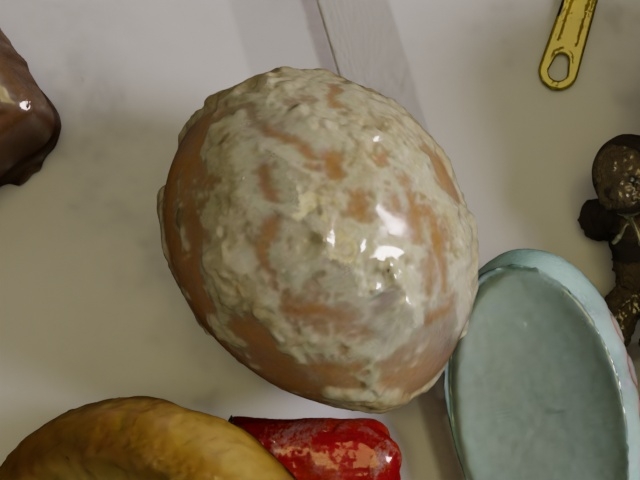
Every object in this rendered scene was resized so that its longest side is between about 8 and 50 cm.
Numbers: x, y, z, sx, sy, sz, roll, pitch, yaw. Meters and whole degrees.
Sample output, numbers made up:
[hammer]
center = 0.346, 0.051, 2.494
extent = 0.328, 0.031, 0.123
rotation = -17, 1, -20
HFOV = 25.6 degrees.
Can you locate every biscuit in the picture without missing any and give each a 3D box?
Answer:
[biscuit]
center = -0.100, 0.223, 0.935
extent = 0.213, 0.091, 0.274
rotation = -42, 75, 25

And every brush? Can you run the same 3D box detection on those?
[brush]
center = 0.205, -0.209, 1.068
extent = 0.083, 0.011, 0.205
rotation = 18, 82, 3

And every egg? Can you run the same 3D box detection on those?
[egg]
center = 0.000, 0.000, 0.944
extent = 0.203, 0.203, 0.245
rotation = -30, 80, -4

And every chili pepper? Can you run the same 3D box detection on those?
[chili pepper]
center = -0.005, 0.156, 0.982
extent = 0.123, 0.070, 0.073
rotation = -2, 51, 3

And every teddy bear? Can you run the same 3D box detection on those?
[teddy bear]
center = 0.232, 0.005, 0.993
extent = 0.078, 0.119, 0.160
rotation = -5, 96, -34

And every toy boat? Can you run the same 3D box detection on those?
[toy boat]
center = 0.157, 0.108, 0.980
extent = 0.134, 0.079, 0.208
rotation = -15, 85, 28

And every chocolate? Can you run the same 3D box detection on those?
[chocolate]
center = -0.299, -0.119, 1.022
extent = 0.148, 0.093, 0.214
rotation = -39, 82, -4
